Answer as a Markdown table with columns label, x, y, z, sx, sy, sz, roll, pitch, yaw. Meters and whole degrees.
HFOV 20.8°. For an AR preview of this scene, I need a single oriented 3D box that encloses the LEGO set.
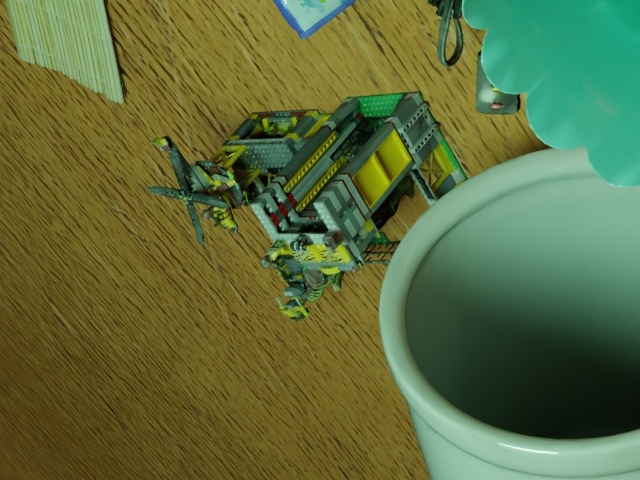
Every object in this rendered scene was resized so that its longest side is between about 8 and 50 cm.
| label | x | y | z | sx | sy | sz | roll | pitch | yaw |
| --- | --- | --- | --- | --- | --- | --- | --- | --- | --- |
| LEGO set | 0.000 | 0.000 | 1.662 | 0.331 | 0.192 | 0.255 | 9 | 136 | 40 |

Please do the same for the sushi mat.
| label | x | y | z | sx | sy | sz | roll | pitch | yaw |
| --- | --- | --- | --- | --- | --- | --- | --- | --- | --- |
| sushi mat | -0.282 | -0.279 | 1.780 | 0.151 | 0.019 | 0.316 | 23 | 144 | 24 |

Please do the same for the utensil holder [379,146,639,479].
| label | x | y | z | sx | sy | sz | roll | pitch | yaw |
| --- | --- | --- | --- | --- | --- | --- | --- | --- | --- |
| utensil holder | 0.245 | 0.166 | 1.494 | 0.328 | 0.327 | 0.385 | 18 | 144 | 31 |

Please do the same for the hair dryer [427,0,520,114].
| label | x | y | z | sx | sy | sz | roll | pitch | yaw |
| --- | --- | --- | --- | --- | --- | --- | --- | --- | --- |
| hair dryer | 0.082 | -0.247 | 1.319 | 0.223 | 0.080 | 0.293 | -117 | 17 | -65 |

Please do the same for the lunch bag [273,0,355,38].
| label | x | y | z | sx | sy | sz | roll | pitch | yaw |
| --- | --- | --- | --- | --- | --- | --- | --- | --- | --- |
| lunch bag | -0.006 | -0.254 | 1.398 | 0.096 | 0.151 | 0.129 | -10 | 124 | 50 |

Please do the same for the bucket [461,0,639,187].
| label | x | y | z | sx | sy | sz | roll | pitch | yaw |
| --- | --- | --- | --- | --- | --- | --- | --- | --- | --- |
| bucket | 0.254 | -0.184 | 1.183 | 0.281 | 0.183 | 0.281 | 27 | 146 | 20 |
